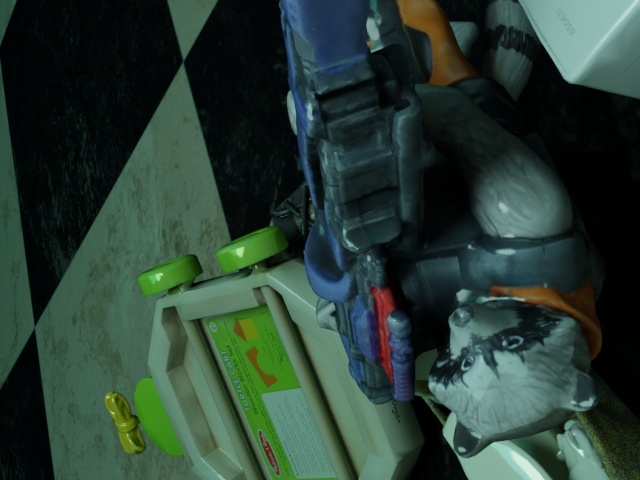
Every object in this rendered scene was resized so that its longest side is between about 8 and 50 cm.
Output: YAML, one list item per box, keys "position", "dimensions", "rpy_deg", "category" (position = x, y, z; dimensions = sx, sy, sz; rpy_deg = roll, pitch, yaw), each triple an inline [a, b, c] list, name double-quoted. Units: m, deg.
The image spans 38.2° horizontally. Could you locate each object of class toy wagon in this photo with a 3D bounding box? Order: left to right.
- position: [-0.069, 0.137, 0.800]
  dimensions: [0.344, 0.068, 0.267]
  rpy_deg: [-16, 98, 46]
  category: "toy wagon"

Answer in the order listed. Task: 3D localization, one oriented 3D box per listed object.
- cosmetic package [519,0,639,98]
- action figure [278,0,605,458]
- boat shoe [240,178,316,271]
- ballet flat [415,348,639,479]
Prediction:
- position: [0.216, -0.164, 0.359]
  dimensions: [0.224, 0.224, 0.138]
  rpy_deg: [-51, 47, 41]
  category: "cosmetic package"
- position: [0.070, -0.063, 0.462]
  dimensions: [0.341, 0.178, 0.330]
  rpy_deg: [79, -177, -64]
  category: "action figure"
- position: [0.000, 0.000, 0.785]
  dimensions: [0.285, 0.092, 0.103]
  rpy_deg: [-54, 47, 40]
  category: "boat shoe"
- position: [0.110, 0.096, 0.591]
  dimensions: [0.348, 0.123, 0.123]
  rpy_deg: [53, 129, 45]
  category: "ballet flat"
